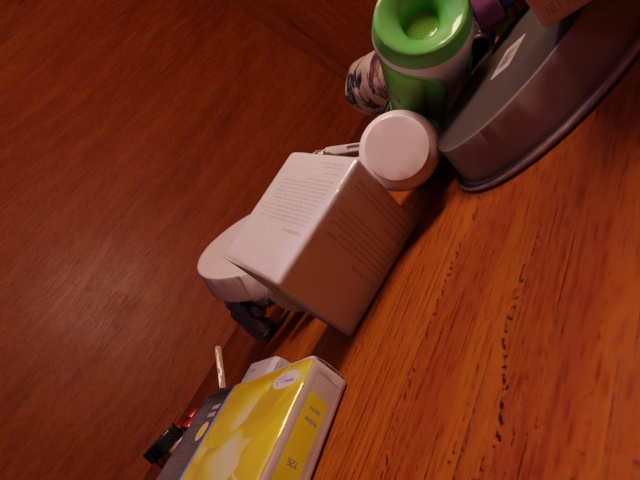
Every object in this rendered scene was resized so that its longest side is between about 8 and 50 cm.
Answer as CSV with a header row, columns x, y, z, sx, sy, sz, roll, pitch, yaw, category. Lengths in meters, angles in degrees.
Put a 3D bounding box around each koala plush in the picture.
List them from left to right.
x,y,z,sx,sy,sz,roll,pitch,yaw,category
-0.146,0.117,1.269,0.221,0.203,0.196,-30,-34,-48,koala plush

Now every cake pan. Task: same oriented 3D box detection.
x,y,z,sx,sy,sz,roll,pitch,yaw,category
0.229,-0.189,0.504,0.293,0.054,0.293,-56,6,10,cake pan

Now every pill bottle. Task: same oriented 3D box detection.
x,y,z,sx,sy,sz,roll,pitch,yaw,category
0.111,-0.123,0.645,0.108,0.108,0.193,-55,-6,13,pill bottle

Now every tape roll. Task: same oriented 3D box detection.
x,y,z,sx,sy,sz,roll,pitch,yaw,category
-0.109,0.001,1.107,0.392,0.072,0.392,-21,23,10,tape roll

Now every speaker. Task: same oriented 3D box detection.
x,y,z,sx,sy,sz,roll,pitch,yaw,category
0.152,-0.249,0.673,0.131,0.131,0.296,-56,-15,3,speaker

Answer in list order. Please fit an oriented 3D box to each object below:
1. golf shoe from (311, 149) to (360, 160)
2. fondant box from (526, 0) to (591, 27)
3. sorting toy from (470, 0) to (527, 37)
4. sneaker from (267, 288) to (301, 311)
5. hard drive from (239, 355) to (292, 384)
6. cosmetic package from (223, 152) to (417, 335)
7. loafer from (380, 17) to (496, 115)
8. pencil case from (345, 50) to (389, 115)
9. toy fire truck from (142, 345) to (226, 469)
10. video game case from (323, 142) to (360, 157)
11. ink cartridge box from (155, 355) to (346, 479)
x,y,z,sx,sy,sz,roll,pitch,yaw,category
0.033,-0.158,1.023,0.105,0.273,0.120,36,-138,-62,golf shoe
0.161,-0.335,0.261,0.238,0.330,0.096,-22,33,49,fondant box
0.297,-0.381,0.668,0.126,0.127,0.365,-23,15,34,sorting toy
0.019,0.023,0.879,0.282,0.102,0.161,-39,12,34,sneaker
-0.167,0.367,0.768,0.353,0.047,0.233,-59,7,-25,hard drive
0.000,0.000,0.630,0.151,0.151,0.183,19,73,52,cosmetic package
0.211,-0.284,0.887,0.302,0.109,0.095,-49,14,31,loafer
0.181,-0.397,1.119,0.410,0.184,0.159,-132,34,-75,pencil case
-0.262,0.385,1.015,0.246,0.158,0.217,-47,-2,-40,toy fire truck
0.077,-0.202,1.215,0.206,0.026,0.227,-12,-9,-19,video game case
-0.129,0.300,0.518,0.304,0.072,0.307,-33,19,45,ink cartridge box
